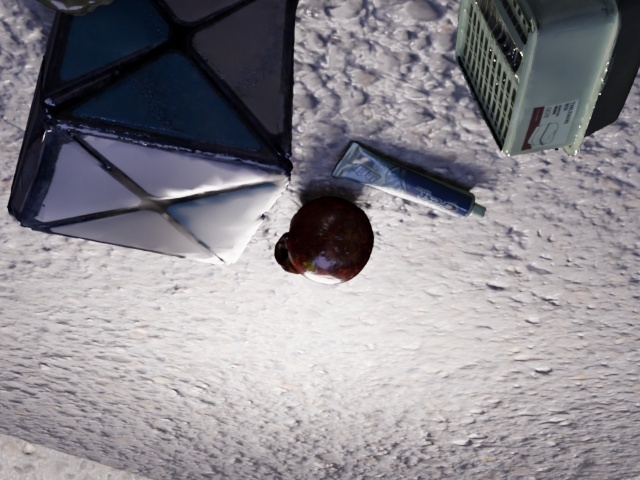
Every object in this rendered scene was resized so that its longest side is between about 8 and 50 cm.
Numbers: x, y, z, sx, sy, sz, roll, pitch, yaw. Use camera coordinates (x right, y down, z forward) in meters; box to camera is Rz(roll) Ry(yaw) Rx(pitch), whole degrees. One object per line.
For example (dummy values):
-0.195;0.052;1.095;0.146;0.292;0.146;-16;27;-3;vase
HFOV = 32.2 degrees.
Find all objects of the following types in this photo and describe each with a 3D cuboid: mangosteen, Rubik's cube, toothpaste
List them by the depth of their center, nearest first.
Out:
-0.204;-0.173;1.407;0.307;0.305;0.310;13;149;-16;Rubik's cube
0.150;-0.088;1.776;0.268;0.047;0.069;20;159;-19;toothpaste
0.003;-0.009;1.862;0.156;0.181;0.145;-1;111;-25;mangosteen

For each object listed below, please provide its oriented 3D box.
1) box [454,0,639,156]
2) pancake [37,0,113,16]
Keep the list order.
0.271;-0.251;1.307;0.166;0.220;0.290;-16;152;-9;box
-0.244;-0.357;1.217;0.236;0.222;0.042;5;-168;-6;pancake
